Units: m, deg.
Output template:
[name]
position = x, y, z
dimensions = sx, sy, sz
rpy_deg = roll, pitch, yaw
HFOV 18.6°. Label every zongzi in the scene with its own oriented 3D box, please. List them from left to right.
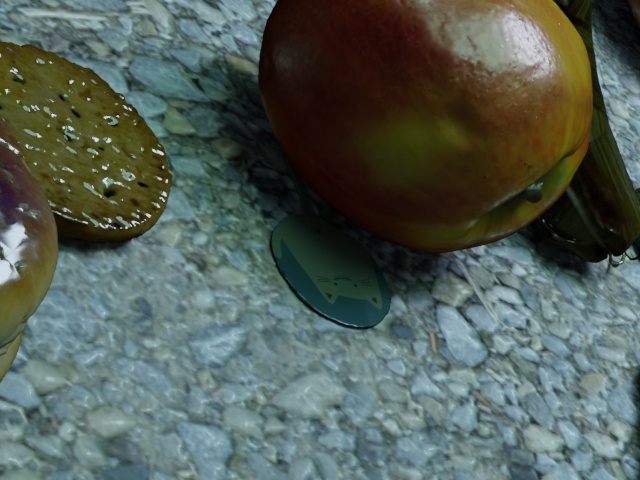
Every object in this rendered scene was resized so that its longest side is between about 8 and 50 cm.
[zongzi]
position = 0.241, -0.118, 1.740
dimensions = 0.248, 0.241, 0.111
rpy_deg = 44, 32, 3

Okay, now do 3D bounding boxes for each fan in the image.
[fan]
position = 0.000, 0.000, 1.567
dimensions = 0.113, 0.005, 0.175
rpy_deg = 11, 45, -38

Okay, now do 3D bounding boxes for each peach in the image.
[peach]
position = 0.087, -0.127, 1.594
dimensions = 0.281, 0.238, 0.281
rpy_deg = 3, 63, -6

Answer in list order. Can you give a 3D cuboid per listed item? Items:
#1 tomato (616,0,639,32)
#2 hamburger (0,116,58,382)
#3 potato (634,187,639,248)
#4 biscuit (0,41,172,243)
[tomato]
position = 0.486, -0.327, 2.180
dimensions = 0.321, 0.321, 0.321
rpy_deg = 27, 35, -21
[hamburger]
position = -0.279, -0.001, 1.160
dimensions = 0.243, 0.146, 0.286
rpy_deg = 25, 37, -12
[potato]
position = 0.366, 0.018, 1.890
dimensions = 0.119, 0.054, 0.198
rpy_deg = 18, 39, -37
[biscuit]
position = -0.192, -0.071, 1.430
dimensions = 0.188, 0.027, 0.188
rpy_deg = 29, 33, -21
